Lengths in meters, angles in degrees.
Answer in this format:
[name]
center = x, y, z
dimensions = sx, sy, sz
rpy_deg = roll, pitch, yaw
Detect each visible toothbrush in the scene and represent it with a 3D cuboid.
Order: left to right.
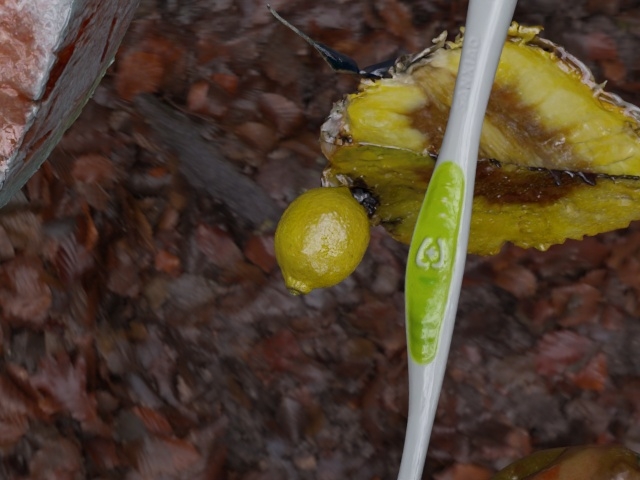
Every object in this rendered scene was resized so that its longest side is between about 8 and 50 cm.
[toothbrush]
center = 0.047, 0.001, 0.465
dimensions = 0.026, 0.022, 0.263
rpy_deg = 30, 70, -55

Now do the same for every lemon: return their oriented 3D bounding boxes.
[lemon]
center = 0.000, 0.000, 0.853
dimensions = 0.062, 0.062, 0.083
rpy_deg = 29, 79, -20

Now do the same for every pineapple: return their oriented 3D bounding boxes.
[pineapple]
center = 0.114, -0.078, 1.008
dimensions = 0.334, 0.161, 0.158
rpy_deg = -2, 66, -18

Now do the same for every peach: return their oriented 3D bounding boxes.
[peach]
center = 0.248, 0.290, 1.228
dimensions = 0.214, 0.214, 0.235
rpy_deg = 28, 123, -20

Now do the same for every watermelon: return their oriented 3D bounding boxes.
[watermelon]
center = -0.217, -0.187, 0.833
dimensions = 0.261, 0.201, 0.213
rpy_deg = 50, 41, -17
